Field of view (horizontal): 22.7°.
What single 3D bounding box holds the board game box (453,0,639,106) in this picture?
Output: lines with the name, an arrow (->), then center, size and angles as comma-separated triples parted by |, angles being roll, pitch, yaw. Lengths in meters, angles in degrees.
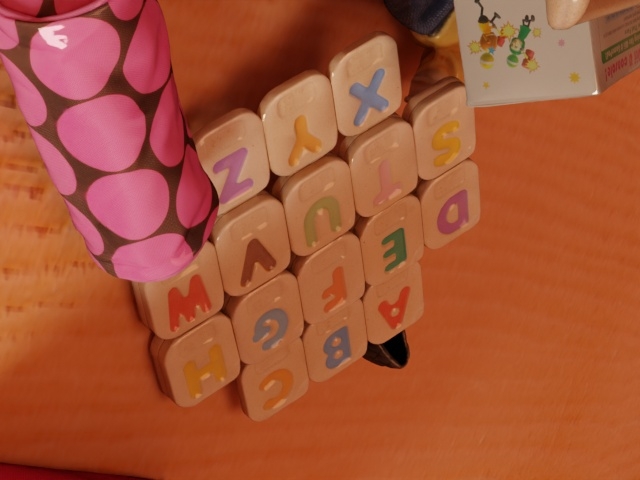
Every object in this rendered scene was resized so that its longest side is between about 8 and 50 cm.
board game box -> 0.158, -0.259, 1.051 | 0.224, 0.097, 0.303 | -29, 112, -57

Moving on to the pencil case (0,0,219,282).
pencil case -> -0.115, -0.077, 0.904 | 0.209, 0.095, 0.098 | 79, 25, -45

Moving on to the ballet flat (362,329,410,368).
ballet flat -> 0.049, 0.024, 1.236 | 0.057, 0.049, 0.173 | -39, 139, -37

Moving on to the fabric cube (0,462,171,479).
fabric cube -> -0.126, 0.301, 0.973 | 0.258, 0.254, 0.259 | 23, 90, -59

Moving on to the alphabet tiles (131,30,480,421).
alphabet tiles -> 0.000, 0.000, 1.112 | 0.284, 0.021, 0.278 | -32, 138, -23

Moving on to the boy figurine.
boy figurine -> 0.113, -0.171, 1.170 | 0.285, 0.092, 0.177 | 33, 79, -54

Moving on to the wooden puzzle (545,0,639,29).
wooden puzzle -> 0.174, -0.301, 0.904 | 0.348, 0.080, 0.322 | -27, 115, -55
